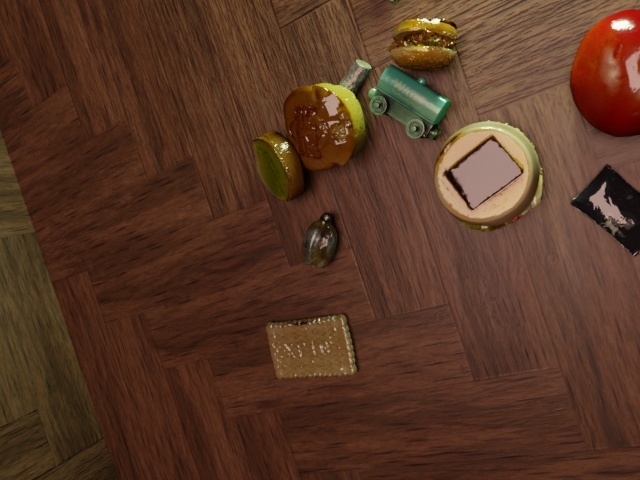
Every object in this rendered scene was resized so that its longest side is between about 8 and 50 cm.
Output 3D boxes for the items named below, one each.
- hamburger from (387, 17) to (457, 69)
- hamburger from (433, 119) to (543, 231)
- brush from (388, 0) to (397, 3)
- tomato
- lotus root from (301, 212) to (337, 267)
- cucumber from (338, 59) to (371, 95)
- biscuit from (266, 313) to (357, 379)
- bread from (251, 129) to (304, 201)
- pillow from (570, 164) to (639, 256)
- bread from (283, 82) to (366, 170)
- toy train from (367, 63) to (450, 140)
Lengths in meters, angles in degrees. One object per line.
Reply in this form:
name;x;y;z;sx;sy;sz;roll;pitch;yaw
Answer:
hamburger;0.274;-0.529;1.434;0.191;0.182;0.118;11;96;27
hamburger;0.445;-0.174;1.419;0.302;0.170;0.302;2;95;26
brush;0.190;-0.841;1.498;0.070;0.051;0.323;-4;94;20
tomato;0.732;-0.389;1.206;0.298;0.226;0.299;3;97;26
lotus root;0.000;0.000;1.716;0.113;0.088;0.192;17;106;6
cucumber;0.106;-0.491;1.590;0.064;0.064;0.112;45;112;13
biscuit;-0.035;0.373;1.823;0.325;0.044;0.217;-12;93;27
bread;-0.139;-0.239;1.689;0.236;0.070;0.236;44;150;34
pillow;0.769;-0.076;1.341;0.208;0.055;0.141;42;106;13
bread;0.009;-0.344;1.590;0.270;0.148;0.270;18;124;29
toy train;0.256;-0.395;1.504;0.248;0.101;0.159;39;122;16
